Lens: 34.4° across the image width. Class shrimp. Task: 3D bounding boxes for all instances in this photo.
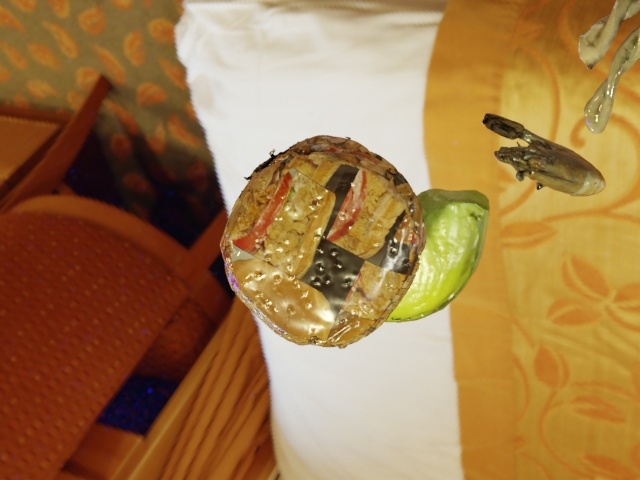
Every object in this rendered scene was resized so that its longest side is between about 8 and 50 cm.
[{"bbox_3d":[0.258,-0.106,1.253,0.150,0.217,0.051,48,116,35],"label":"shrimp"}]

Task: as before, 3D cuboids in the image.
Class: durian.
[{"bbox_3d":[0.104,0.026,1.256,0.139,0.101,0.250,44,119,-12],"label":"durian"}]

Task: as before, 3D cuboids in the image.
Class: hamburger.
[{"bbox_3d":[0.000,0.000,1.104,0.230,0.107,0.231,2,99,10],"label":"hamburger"}]

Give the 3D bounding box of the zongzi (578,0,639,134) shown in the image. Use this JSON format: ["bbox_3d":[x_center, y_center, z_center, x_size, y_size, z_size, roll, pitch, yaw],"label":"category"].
[{"bbox_3d":[0.387,-0.169,0.378,0.467,0.499,0.218,-148,49,-74],"label":"zongzi"}]
